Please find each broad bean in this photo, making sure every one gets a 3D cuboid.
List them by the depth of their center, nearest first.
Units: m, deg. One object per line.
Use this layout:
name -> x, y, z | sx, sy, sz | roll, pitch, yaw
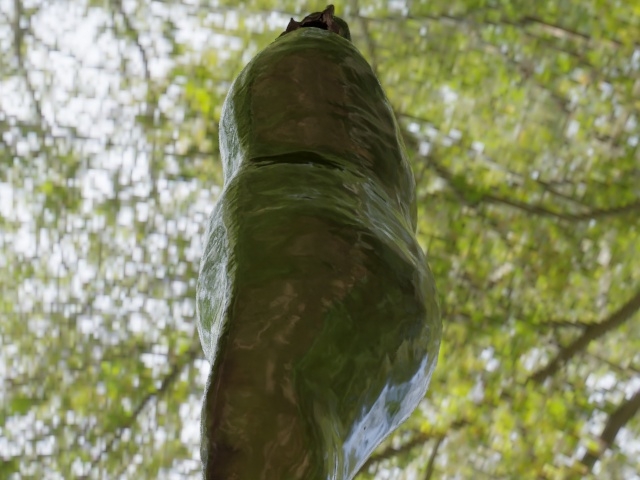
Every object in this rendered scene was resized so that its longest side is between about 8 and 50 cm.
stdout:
broad bean -> 0.000, 0.000, 0.495 | 0.061, 0.077, 0.339 | -34, -158, 14
